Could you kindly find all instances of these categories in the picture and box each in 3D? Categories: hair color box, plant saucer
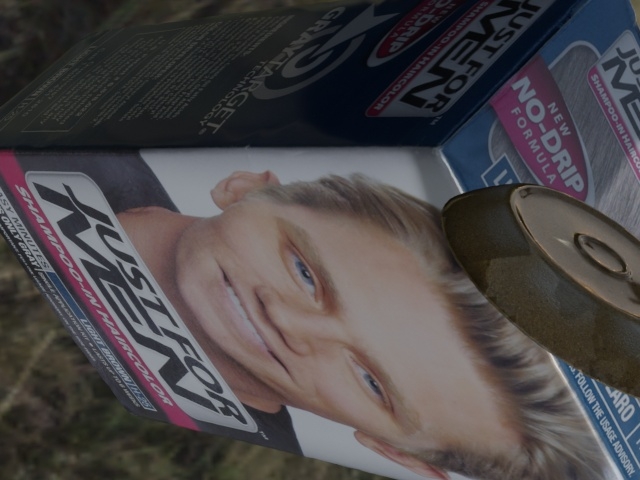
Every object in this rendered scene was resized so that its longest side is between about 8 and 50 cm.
[{"bbox_3d":[0.000,0.000,0.687,0.105,0.347,0.174,-45,117,-28],"label":"hair color box"},{"bbox_3d":[0.071,0.009,0.435,0.083,0.015,0.083,27,26,-14],"label":"plant saucer"}]
